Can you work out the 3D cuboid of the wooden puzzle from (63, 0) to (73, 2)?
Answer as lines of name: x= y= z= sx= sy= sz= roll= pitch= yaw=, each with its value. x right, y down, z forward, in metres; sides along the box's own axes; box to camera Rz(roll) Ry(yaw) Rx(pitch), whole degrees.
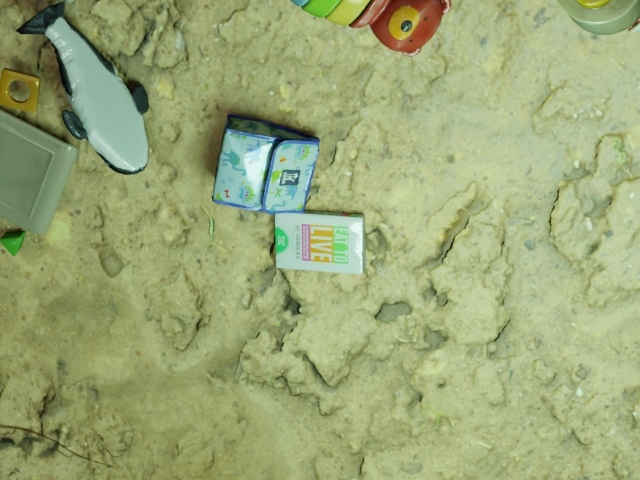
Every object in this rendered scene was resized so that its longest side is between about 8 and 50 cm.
wooden puzzle: x=-0.447 y=-0.562 z=1.930 sx=0.347 sy=0.080 sz=0.322 roll=29 pitch=118 yaw=15

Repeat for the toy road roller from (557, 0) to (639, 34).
toy road roller: x=0.343 y=-0.453 z=1.711 sx=0.240 sy=0.202 sz=0.329 roll=-42 pitch=80 yaw=14

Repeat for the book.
book: x=0.000 y=0.000 z=2.117 sx=0.144 sy=0.035 sz=0.096 roll=3 pitch=110 yaw=13

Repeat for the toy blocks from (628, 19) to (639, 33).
toy blocks: x=0.455 y=-0.353 z=1.836 sx=0.148 sy=0.054 sz=0.123 roll=42 pitch=116 yaw=-7

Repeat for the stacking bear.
stacking bear: x=0.046 y=-0.372 z=1.870 sx=0.289 sy=0.164 sz=0.175 roll=31 pitch=107 yaw=-14

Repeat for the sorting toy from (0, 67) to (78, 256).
sorting toy: x=-0.512 y=-0.127 z=2.173 sx=0.196 sy=0.047 sz=0.348 roll=25 pitch=117 yaw=-4

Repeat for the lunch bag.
lunch bag: x=-0.085 y=-0.114 z=2.054 sx=0.151 sy=0.096 sz=0.129 roll=11 pitch=114 yaw=-7

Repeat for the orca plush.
orca plush: x=-0.377 y=-0.222 z=2.069 sx=0.287 sy=0.151 sz=0.102 roll=48 pitch=146 yaw=-13
